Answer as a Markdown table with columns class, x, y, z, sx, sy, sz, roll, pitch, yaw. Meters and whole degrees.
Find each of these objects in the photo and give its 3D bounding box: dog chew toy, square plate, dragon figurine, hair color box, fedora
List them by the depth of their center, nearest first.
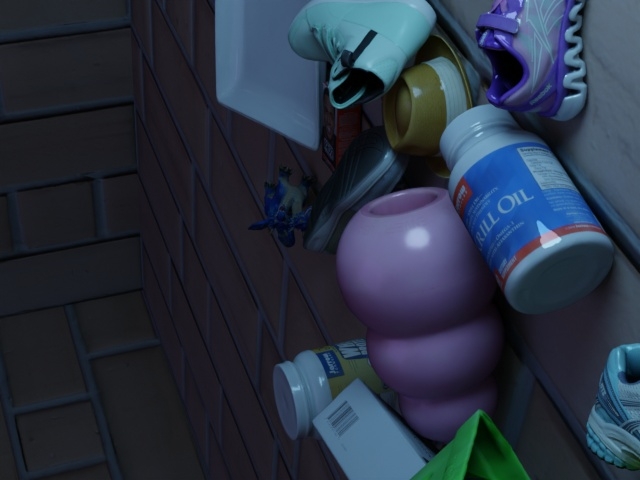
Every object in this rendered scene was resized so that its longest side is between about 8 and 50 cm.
| class | x | y | z | sx | sy | sz | roll | pitch | yaw |
| --- | --- | --- | --- | --- | --- | --- | --- | --- | --- |
| dog chew toy | 0.140 | 0.105 | 1.452 | 0.206 | 0.206 | 0.332 | -148 | 42 | -67 |
| fedora | 0.131 | -0.168 | 1.488 | 0.194 | 0.079 | 0.194 | 169 | 90 | -73 |
| hair color box | 0.033 | -0.180 | 1.844 | 0.072 | 0.043 | 0.141 | -124 | 29 | -53 |
| square plate | -0.079 | -0.363 | 1.956 | 0.344 | 0.049 | 0.347 | 32 | 126 | 50 |
| dragon figurine | -0.077 | -0.042 | 2.100 | 0.289 | 0.085 | 0.144 | -37 | 32 | 63 |

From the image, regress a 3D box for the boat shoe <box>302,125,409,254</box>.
| class | x | y | z | sx | sy | sz | roll | pitch | yaw |
| --- | --- | --- | --- | --- | --- | --- | --- | --- | --- |
| boat shoe | 0.066 | -0.062 | 1.684 | 0.320 | 0.103 | 0.118 | 127 | 160 | -57 |

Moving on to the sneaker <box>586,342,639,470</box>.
| class | x | y | z | sx | sy | sz | roll | pitch | yaw |
| --- | --- | --- | --- | --- | --- | --- | --- | --- | --- |
| sneaker | 0.333 | 0.164 | 1.026 | 0.283 | 0.110 | 0.122 | -161 | 72 | -65 |

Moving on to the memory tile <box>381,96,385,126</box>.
| class | x | y | z | sx | sy | sz | roll | pitch | yaw |
| --- | --- | --- | --- | --- | --- | --- | --- | --- | --- |
| memory tile | 0.092 | -0.217 | 1.607 | 0.148 | 0.012 | 0.113 | -73 | -21 | -87 |

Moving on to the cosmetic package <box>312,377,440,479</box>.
| class | x | y | z | sx | sy | sz | roll | pitch | yaw |
| --- | --- | --- | --- | --- | --- | --- | --- | --- | --- |
| cosmetic package | 0.168 | 0.365 | 1.429 | 0.284 | 0.097 | 0.377 | 47 | -179 | -33 |

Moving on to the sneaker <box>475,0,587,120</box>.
| class | x | y | z | sx | sy | sz | roll | pitch | yaw |
| --- | --- | --- | --- | --- | --- | --- | --- | --- | --- |
| sneaker | 0.208 | -0.233 | 1.170 | 0.095 | 0.104 | 0.237 | -145 | 48 | -68 |

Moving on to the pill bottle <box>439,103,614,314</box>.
| class | x | y | z | sx | sy | sz | roll | pitch | yaw |
| --- | --- | --- | --- | --- | --- | --- | --- | --- | --- |
| pill bottle | 0.212 | -0.040 | 1.240 | 0.124 | 0.124 | 0.222 | 99 | 153 | -47 |

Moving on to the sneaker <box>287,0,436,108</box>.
| class | x | y | z | sx | sy | sz | roll | pitch | yaw |
| --- | --- | --- | --- | --- | --- | --- | --- | --- | --- |
| sneaker | 0.018 | -0.242 | 1.499 | 0.256 | 0.151 | 0.094 | 2 | 142 | 50 |

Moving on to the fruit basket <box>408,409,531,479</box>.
| class | x | y | z | sx | sy | sz | roll | pitch | yaw |
| --- | --- | --- | --- | --- | --- | --- | --- | --- | --- |
| fruit basket | 0.219 | 0.302 | 1.012 | 0.283 | 0.392 | 0.392 | 58 | 162 | -1 |

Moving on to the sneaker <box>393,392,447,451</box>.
| class | x | y | z | sx | sy | sz | roll | pitch | yaw |
| --- | --- | --- | --- | --- | --- | --- | --- | --- | --- |
| sneaker | 0.145 | 0.278 | 1.722 | 0.262 | 0.099 | 0.121 | 115 | 153 | -54 |

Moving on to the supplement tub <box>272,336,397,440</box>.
| class | x | y | z | sx | sy | sz | roll | pitch | yaw |
| --- | --- | --- | --- | --- | --- | --- | --- | --- | --- |
| supplement tub | 0.037 | 0.235 | 1.821 | 0.144 | 0.199 | 0.144 | 169 | 90 | -72 |
